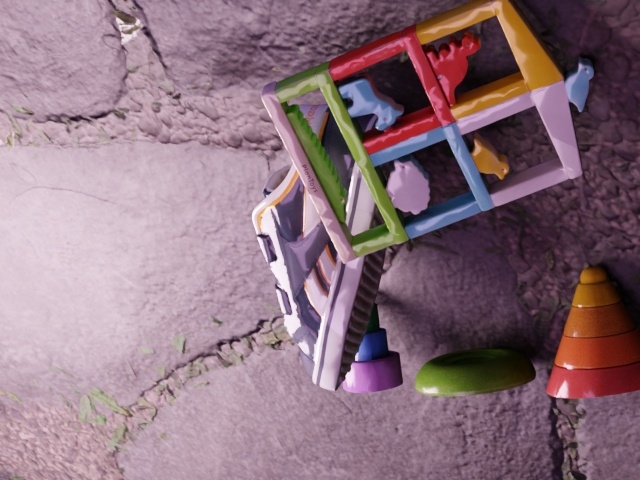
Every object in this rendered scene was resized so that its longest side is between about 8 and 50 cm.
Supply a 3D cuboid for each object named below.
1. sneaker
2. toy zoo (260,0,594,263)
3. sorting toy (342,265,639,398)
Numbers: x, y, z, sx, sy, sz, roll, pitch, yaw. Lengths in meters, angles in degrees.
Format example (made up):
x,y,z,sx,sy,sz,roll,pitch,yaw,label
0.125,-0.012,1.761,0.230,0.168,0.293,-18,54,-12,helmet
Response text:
x,y,z,sx,sy,sz,roll,pitch,yaw,label
0.000,0.000,1.979,0.127,0.126,0.321,16,120,12,sneaker
0.116,-0.112,1.816,0.293,0.030,0.192,-22,112,14,toy zoo
0.176,0.091,2.013,0.366,0.127,0.126,-2,99,33,sorting toy
